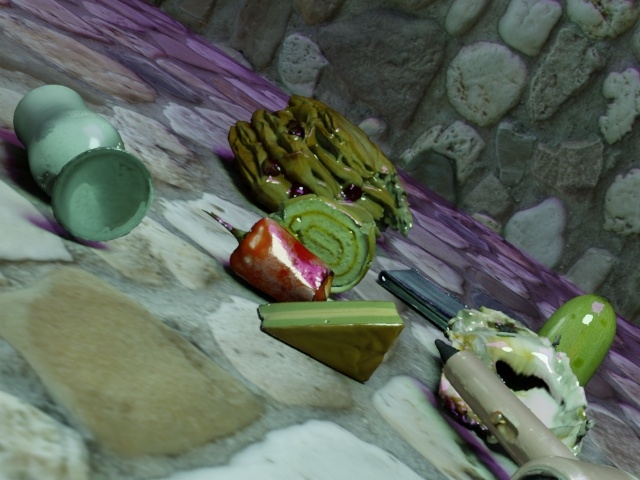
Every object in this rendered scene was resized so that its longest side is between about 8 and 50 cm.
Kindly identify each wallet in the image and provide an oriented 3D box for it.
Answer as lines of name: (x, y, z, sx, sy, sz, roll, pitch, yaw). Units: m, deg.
wallet: (0.210, 0.117, 1.443, 0.222, 0.036, 0.167, 35, 13, 19)

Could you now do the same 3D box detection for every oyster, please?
oyster: (0.253, 0.195, 1.140, 0.201, 0.107, 0.354, 14, 24, 6)

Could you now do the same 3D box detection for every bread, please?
bread: (0.010, 0.085, 0.953, 0.139, 0.084, 0.074, 29, 14, -14)
bread: (0.029, -0.119, 1.550, 0.370, 0.191, 0.314, 27, 13, -30)
bread: (0.000, 0.000, 1.172, 0.156, 0.117, 0.064, 32, 14, -2)

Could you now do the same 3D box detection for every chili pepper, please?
chili pepper: (-0.066, 0.018, 1.033, 0.192, 0.084, 0.086, 35, -20, 1)

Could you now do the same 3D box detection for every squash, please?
squash: (0.425, 0.172, 1.433, 0.123, 0.187, 0.123, 36, 7, -5)

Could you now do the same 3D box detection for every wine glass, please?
wine glass: (-0.263, -0.092, 0.919, 0.103, 0.103, 0.231, 23, 11, -38)

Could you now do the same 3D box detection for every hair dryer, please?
hair dryer: (0.204, 0.208, 0.903, 0.189, 0.107, 0.344, 20, 17, -38)
